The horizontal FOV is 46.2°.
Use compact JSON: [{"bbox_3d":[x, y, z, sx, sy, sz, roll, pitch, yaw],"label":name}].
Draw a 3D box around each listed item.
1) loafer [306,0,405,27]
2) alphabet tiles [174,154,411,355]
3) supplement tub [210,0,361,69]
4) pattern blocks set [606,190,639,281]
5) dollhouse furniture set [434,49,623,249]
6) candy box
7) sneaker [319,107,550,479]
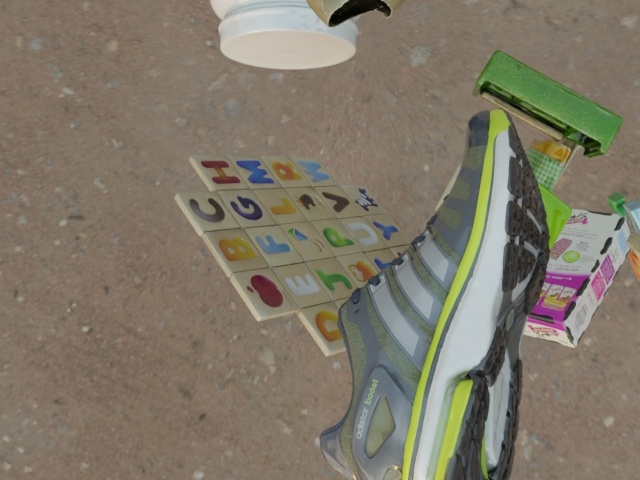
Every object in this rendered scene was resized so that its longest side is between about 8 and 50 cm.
[{"bbox_3d":[0.059,-0.211,0.611,0.148,0.056,0.050,-16,79,12],"label":"loafer"},{"bbox_3d":[0.000,0.000,0.897,0.285,0.342,0.011,54,124,22],"label":"alphabet tiles"},{"bbox_3d":[-0.045,-0.422,1.064,0.228,0.228,0.316,0,88,3],"label":"supplement tub"},{"bbox_3d":[0.477,0.083,1.033,0.026,0.285,0.325,-26,89,12],"label":"pattern blocks set"},{"bbox_3d":[0.220,-0.084,0.920,0.151,0.301,0.197,29,97,6],"label":"dollhouse furniture set"},{"bbox_3d":[0.395,0.053,1.250,0.233,0.159,0.071,-52,129,-22],"label":"candy box"},{"bbox_3d":[0.077,0.034,0.511,0.121,0.300,0.111,2,148,31],"label":"sneaker"}]
